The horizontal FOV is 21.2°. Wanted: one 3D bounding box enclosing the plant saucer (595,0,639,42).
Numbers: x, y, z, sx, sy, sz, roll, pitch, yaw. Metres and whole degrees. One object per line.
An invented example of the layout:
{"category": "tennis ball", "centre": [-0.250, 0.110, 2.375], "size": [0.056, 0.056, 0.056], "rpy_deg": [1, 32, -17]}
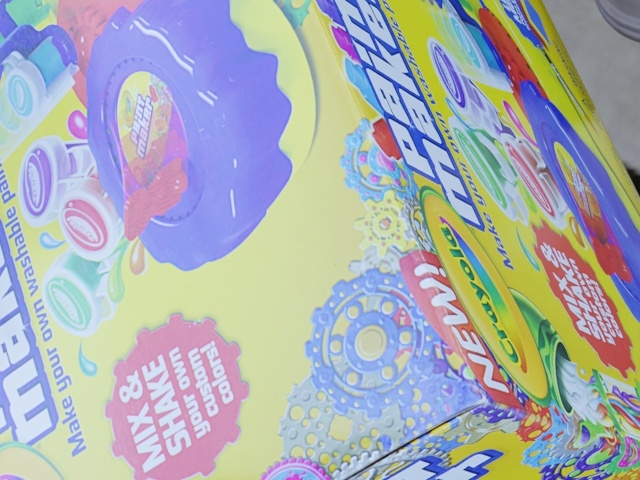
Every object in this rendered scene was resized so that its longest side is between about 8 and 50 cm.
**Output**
{"category": "plant saucer", "centre": [0.324, -0.275, 1.350], "size": [0.278, 0.278, 0.041], "rpy_deg": [-42, 124, 13]}

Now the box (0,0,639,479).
{"category": "box", "centre": [0.000, 0.000, 0.638], "size": [0.177, 0.279, 0.290], "rpy_deg": [-33, 61, 21]}
